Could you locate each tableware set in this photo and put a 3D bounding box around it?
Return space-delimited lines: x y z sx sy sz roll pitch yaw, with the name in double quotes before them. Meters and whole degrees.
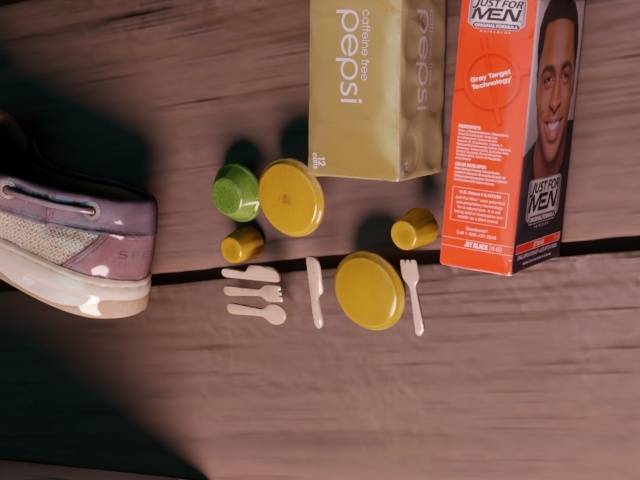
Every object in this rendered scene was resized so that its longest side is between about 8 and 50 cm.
"tableware set" 0.000 0.000 0.764 0.154 0.024 0.104 3 108 37

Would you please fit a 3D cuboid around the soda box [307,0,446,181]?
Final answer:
"soda box" 0.032 -0.125 0.711 0.058 0.061 0.181 5 100 29

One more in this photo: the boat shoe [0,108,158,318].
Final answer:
"boat shoe" -0.225 -0.044 0.855 0.285 0.103 0.092 26 105 20

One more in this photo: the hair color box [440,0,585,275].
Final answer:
"hair color box" 0.100 -0.058 0.676 0.043 0.072 0.141 9 103 29

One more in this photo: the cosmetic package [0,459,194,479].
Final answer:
"cosmetic package" -0.217 0.241 0.818 0.224 0.225 0.138 -1 97 31
